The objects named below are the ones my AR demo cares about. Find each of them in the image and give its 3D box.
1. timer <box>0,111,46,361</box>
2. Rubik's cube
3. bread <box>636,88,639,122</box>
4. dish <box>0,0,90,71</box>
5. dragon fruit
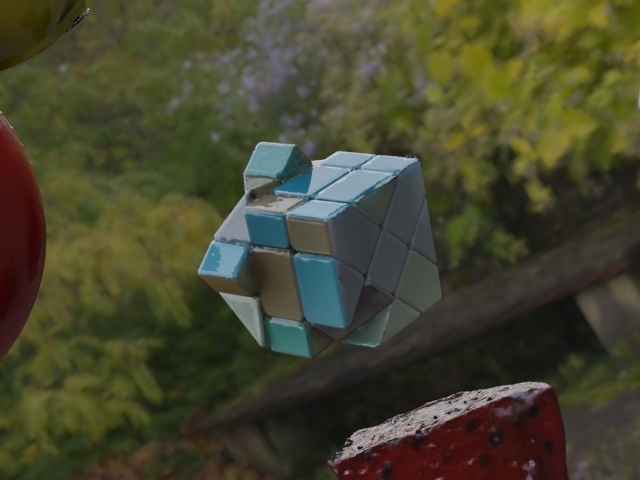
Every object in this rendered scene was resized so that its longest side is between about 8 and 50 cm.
[{"bbox_3d":[-0.447,-0.004,1.539,0.378,0.378,0.279,-32,21,0],"label":"timer"},{"bbox_3d":[0.000,0.000,1.858,0.213,0.224,0.265,7,27,39],"label":"Rubik's cube"},{"bbox_3d":[0.419,-0.129,1.620,0.172,0.232,0.064,-50,25,21],"label":"bread"},{"bbox_3d":[-0.311,-0.243,1.651,0.221,0.108,0.262,-15,24,31],"label":"dish"},{"bbox_3d":[0.106,0.315,1.714,0.240,0.330,0.302,3,-9,-23],"label":"dragon fruit"}]
